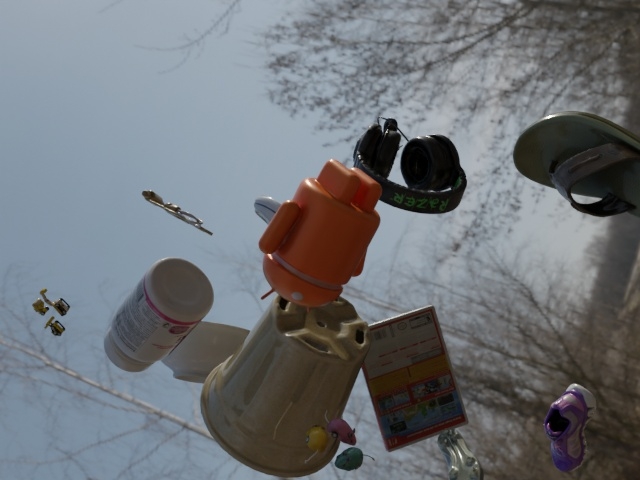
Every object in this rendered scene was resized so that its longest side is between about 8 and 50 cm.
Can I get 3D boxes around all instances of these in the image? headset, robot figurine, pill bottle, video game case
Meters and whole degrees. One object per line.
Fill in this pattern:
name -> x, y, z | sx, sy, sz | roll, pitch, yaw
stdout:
headset -> 0.180, -0.161, 1.755 | 0.394, 0.243, 0.185 | -98, 20, -55
robot figurine -> 0.002, 0.001, 1.084 | 0.219, 0.128, 0.158 | -61, -10, 13
pill bottle -> -0.373, 0.176, 1.756 | 0.283, 0.160, 0.160 | -45, -1, 39
video game case -> 0.204, 0.311, 1.770 | 0.025, 0.204, 0.285 | 159, 95, -77

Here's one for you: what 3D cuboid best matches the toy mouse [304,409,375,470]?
toy mouse -> 0.043, 0.370, 1.427 | 0.031, 0.143, 0.161 | -61, 11, 23

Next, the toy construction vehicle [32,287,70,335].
toy construction vehicle -> -0.632, 0.169, 1.820 | 0.098, 0.035, 0.086 | 52, -151, -23

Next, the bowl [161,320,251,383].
bowl -> -0.311, 0.304, 2.058 | 0.298, 0.298, 0.134 | 50, -136, -66

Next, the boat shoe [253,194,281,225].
boat shoe -> -0.066, -0.008, 1.485 | 0.076, 0.226, 0.083 | -46, -37, -10

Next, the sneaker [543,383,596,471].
sneaker -> 0.566, 0.449, 1.819 | 0.105, 0.095, 0.236 | -20, -57, -32

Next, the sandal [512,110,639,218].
sandal -> 0.362, -0.078, 0.977 | 0.086, 0.303, 0.120 | -29, -52, -27

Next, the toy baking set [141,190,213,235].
toy baking set -> -0.379, -0.078, 2.057 | 0.030, 0.197, 0.256 | -62, -12, -5

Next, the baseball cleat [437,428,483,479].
baseball cleat -> 0.291, 0.454, 1.530 | 0.109, 0.072, 0.206 | 55, -169, -21

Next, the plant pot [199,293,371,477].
plant pot -> -0.050, 0.273, 1.657 | 0.334, 0.334, 0.305 | -38, -21, -56
